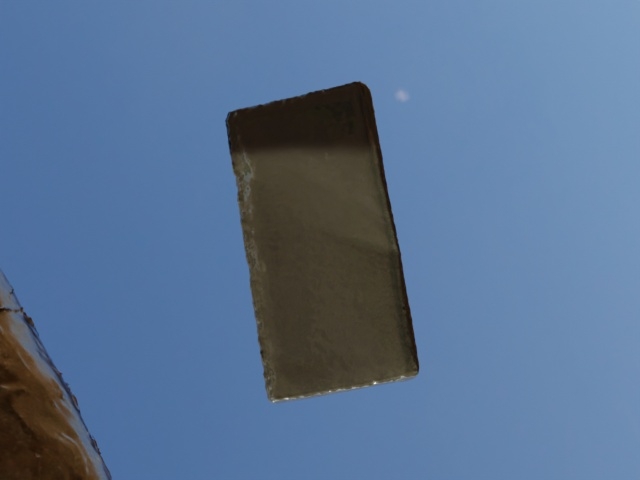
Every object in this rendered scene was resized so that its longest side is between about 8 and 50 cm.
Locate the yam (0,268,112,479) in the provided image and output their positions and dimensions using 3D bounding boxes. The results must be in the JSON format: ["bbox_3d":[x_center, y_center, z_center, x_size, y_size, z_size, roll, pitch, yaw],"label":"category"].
[{"bbox_3d":[-0.123,0.049,0.410,0.079,0.079,0.141,-4,-123,-53],"label":"yam"}]

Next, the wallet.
[{"bbox_3d":[0.000,0.000,1.016,0.025,0.124,0.244,43,-144,-71],"label":"wallet"}]
